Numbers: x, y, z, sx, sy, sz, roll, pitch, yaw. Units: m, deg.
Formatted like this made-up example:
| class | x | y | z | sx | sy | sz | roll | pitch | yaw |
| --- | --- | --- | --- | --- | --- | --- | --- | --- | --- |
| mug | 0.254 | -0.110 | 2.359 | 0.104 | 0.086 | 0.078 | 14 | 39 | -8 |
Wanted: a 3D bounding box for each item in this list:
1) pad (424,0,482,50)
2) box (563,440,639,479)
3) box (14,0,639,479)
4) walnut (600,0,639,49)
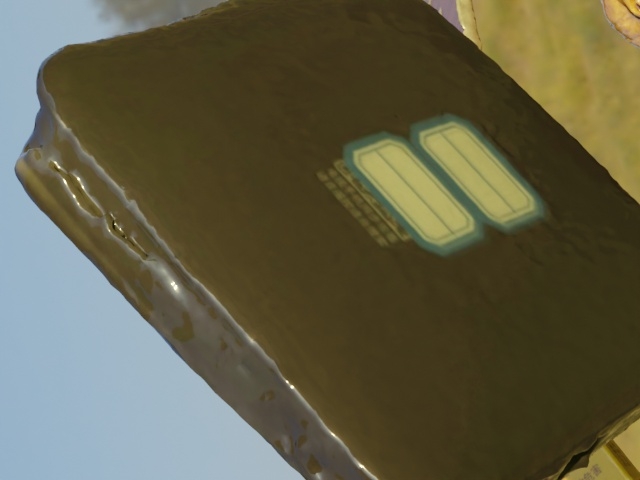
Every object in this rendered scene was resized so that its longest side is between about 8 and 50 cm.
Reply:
| class | x | y | z | sx | sy | sz | roll | pitch | yaw |
| --- | --- | --- | --- | --- | --- | --- | --- | --- | --- |
| pad | 0.095 | -0.196 | 1.677 | 0.286 | 0.018 | 0.284 | 100 | 162 | -66 |
| box | 0.192 | 0.192 | 1.908 | 0.269 | 0.152 | 0.043 | 51 | -158 | 26 |
| box | 0.036 | -0.002 | 1.112 | 0.359 | 0.091 | 0.350 | 45 | -141 | 17 |
| walnut | 0.273 | -0.196 | 1.341 | 0.180 | 0.144 | 0.144 | -23 | -81 | -41 |
